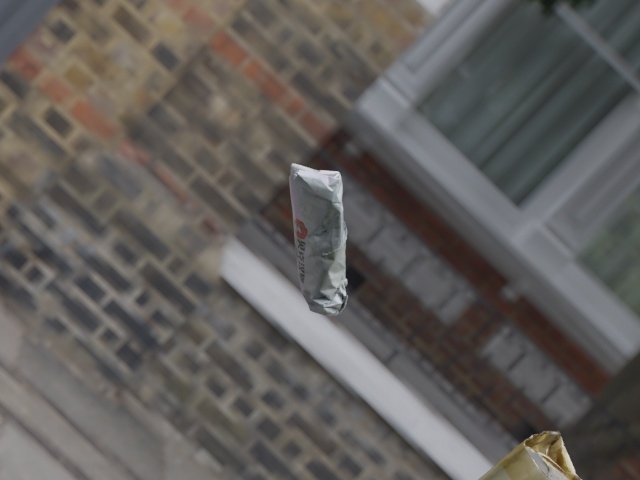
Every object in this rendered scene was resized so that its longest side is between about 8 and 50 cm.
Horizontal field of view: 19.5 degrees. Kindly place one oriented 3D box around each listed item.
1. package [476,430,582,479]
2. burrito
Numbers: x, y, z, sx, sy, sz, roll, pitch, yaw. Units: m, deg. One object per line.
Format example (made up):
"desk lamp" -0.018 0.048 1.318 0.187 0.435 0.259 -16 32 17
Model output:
"package" 0.178 0.371 2.109 0.165 0.311 0.221 53 13 12
"burrito" 0.001 -0.001 2.131 0.064 0.064 0.203 -129 -151 -52
